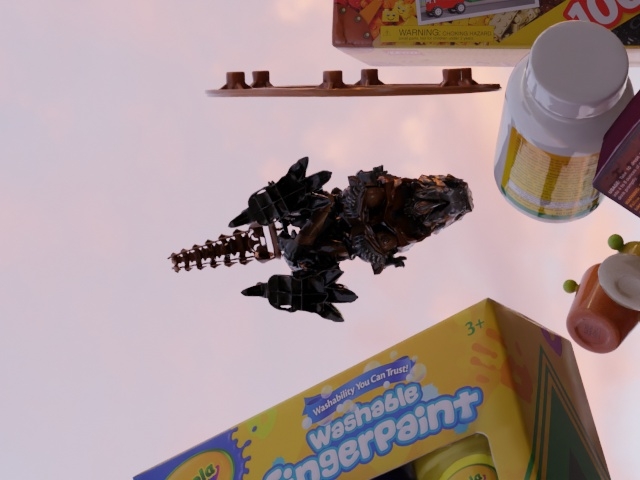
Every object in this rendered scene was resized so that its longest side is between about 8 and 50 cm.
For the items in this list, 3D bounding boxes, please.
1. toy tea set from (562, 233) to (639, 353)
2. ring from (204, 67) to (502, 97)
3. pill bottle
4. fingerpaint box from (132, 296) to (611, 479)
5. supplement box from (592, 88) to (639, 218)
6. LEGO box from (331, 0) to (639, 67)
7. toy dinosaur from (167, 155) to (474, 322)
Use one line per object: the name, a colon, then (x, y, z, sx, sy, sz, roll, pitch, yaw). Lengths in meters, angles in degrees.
toy tea set: (0.460, 0.116, 2.194, 0.336, 0.200, 0.124, 41, -129, -4)
ring: (0.037, -0.180, 1.998, 0.336, 0.337, 0.032, -13, -77, -61)
pill bottle: (0.224, -0.110, 1.617, 0.208, 0.118, 0.117, 89, 179, -63)
fingerpaint box: (0.056, 0.319, 1.641, 0.163, 0.445, 0.371, 27, -137, -48)
supplement box: (0.329, -0.045, 1.471, 0.188, 0.081, 0.104, 33, -148, -2)
LEGO box: (0.286, -0.434, 2.429, 0.193, 0.500, 0.372, 8, -96, -72)
toy dinosaur: (0.000, 0.000, 1.901, 0.164, 0.322, 0.218, 56, -165, 0)
